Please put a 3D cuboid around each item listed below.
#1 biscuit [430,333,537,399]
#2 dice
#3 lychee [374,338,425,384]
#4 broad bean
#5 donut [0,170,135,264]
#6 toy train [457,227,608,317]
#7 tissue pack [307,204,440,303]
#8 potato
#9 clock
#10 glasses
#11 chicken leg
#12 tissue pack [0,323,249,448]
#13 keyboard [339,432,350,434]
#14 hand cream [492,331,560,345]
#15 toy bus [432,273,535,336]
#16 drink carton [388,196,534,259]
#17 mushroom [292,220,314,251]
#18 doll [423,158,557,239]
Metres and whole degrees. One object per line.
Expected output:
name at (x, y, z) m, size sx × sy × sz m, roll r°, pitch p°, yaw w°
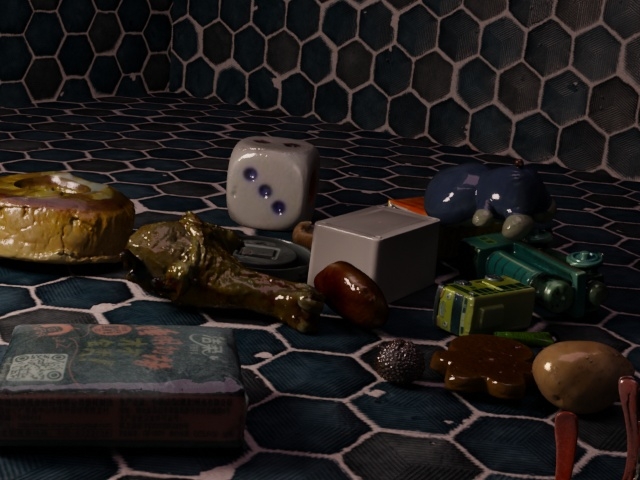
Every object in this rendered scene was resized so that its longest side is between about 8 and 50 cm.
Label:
biscuit at (0.264, 0.196, 1.580) m, size 0.179 × 0.039 × 0.236 m, roll 7°, pitch 15°, yaw 14°
dice at (-0.108, -0.135, 2.360) m, size 0.191 × 0.193 × 0.194 m, roll 9°, pitch 18°, yaw 10°
lychee at (0.118, 0.183, 1.525) m, size 0.083 × 0.068 × 0.067 m, roll 29°, pitch -19°, yaw 19°
broad bean at (0.059, 0.094, 1.745) m, size 0.084 × 0.114 × 0.165 m, roll -44°, pitch 30°, yaw -10°
donut at (-0.525, -0.049, 1.979) m, size 0.329 × 0.160 × 0.330 m, roll 7°, pitch 8°, yaw -1°
toy train at (0.418, 0.064, 1.977) m, size 0.194 × 0.120 × 0.298 m, roll -10°, pitch 20°, yaw -22°
tissue pack at (0.108, 0.025, 1.960) m, size 0.159 × 0.136 × 0.246 m, roll 16°, pitch 18°, yaw 33°
potato at (0.384, 0.197, 1.491) m, size 0.147 × 0.112 × 0.112 m, roll 7°, pitch 15°, yaw -13°
clock at (-0.123, 0.042, 1.992) m, size 0.225 × 0.049 × 0.226 m, roll 6°, pitch 15°, yaw -2°
glasses at (0.228, 0.271, 0.873) m, size 0.118 × 0.268 × 0.234 m, roll 30°, pitch 19°, yaw 31°
chicken leg at (-0.166, 0.058, 1.778) m, size 0.361 × 0.140 × 0.211 m, roll 16°, pitch 37°, yaw 0°
tissue pack at (-0.260, 0.186, 1.329) m, size 0.315 × 0.103 × 0.228 m, roll 2°, pitch 17°, yaw -9°
keyboard at (0.071, 0.326, 1.073) m, size 0.103 × 0.041 × 0.381 m, roll 0°, pitch 23°, yaw -22°
hand cream at (0.355, 0.168, 1.736) m, size 0.121 × 0.023 × 0.036 m, roll 2°, pitch 36°, yaw -16°
toy bus at (0.290, 0.116, 1.783) m, size 0.175 × 0.088 × 0.101 m, roll -6°, pitch 20°, yaw -38°
drink carton at (0.324, -0.038, 2.312) m, size 0.351 × 0.111 × 0.154 m, roll -7°, pitch 20°, yaw -40°
mushroom at (0.000, 0.002, 2.122) m, size 0.094 × 0.072 × 0.209 m, roll -12°, pitch 11°, yaw -36°
doll at (0.335, -0.083, 2.073) m, size 0.258 × 0.154 × 0.228 m, roll -5°, pitch 16°, yaw 40°
